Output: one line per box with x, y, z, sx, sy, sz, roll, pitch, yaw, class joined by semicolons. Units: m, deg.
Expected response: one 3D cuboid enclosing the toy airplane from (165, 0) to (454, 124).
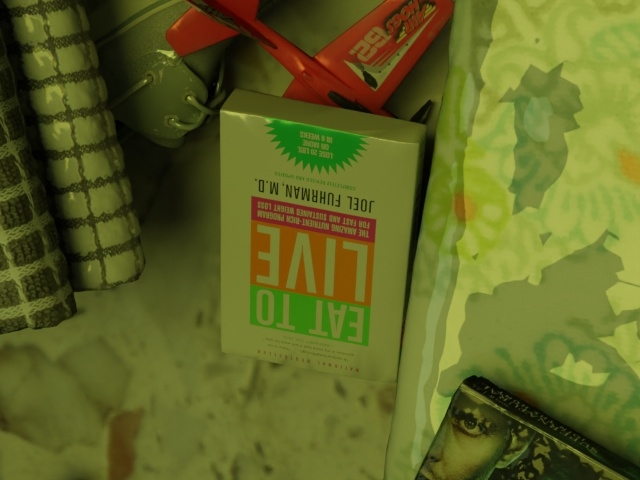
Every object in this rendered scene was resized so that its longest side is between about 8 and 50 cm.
-0.012;-0.085;0.658;0.151;0.028;0.151;-4;130;-5;toy airplane

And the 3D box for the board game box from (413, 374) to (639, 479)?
0.117;0.156;0.574;0.186;0.026;0.126;28;106;21;board game box

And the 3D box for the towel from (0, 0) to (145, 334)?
-0.236;-0.072;0.685;0.284;0.121;0.235;-1;111;40;towel

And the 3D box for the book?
0.000;0.000;0.667;0.096;0.035;0.144;12;126;14;book

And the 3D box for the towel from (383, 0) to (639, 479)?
0.196;0.016;0.585;0.321;0.090;0.374;12;99;22;towel

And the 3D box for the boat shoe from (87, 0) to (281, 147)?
-0.088;-0.087;0.714;0.228;0.079;0.081;-26;90;30;boat shoe
